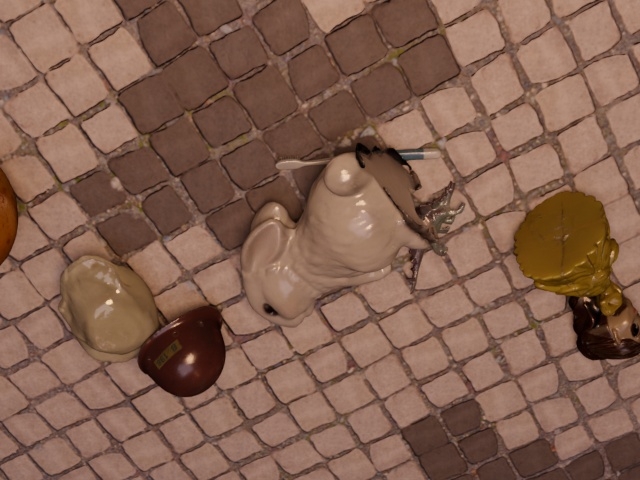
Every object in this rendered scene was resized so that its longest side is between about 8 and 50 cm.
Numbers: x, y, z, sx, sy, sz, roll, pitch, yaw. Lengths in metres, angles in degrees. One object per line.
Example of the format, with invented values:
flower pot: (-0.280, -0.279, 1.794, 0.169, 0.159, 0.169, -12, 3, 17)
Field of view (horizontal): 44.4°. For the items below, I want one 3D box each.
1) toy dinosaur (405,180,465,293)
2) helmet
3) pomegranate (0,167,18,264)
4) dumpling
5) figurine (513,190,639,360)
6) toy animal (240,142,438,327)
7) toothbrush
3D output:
toy dinosaur: (0.183, -0.007, 1.352, 0.082, 0.039, 0.209, 16, 104, -6)
helmet: (-0.221, 0.209, 1.379, 0.175, 0.106, 0.155, -44, 149, -1)
pomegranate: (-0.607, -0.041, 1.212, 0.264, 0.264, 0.264, -1, 116, -1)
dumpling: (-0.366, 0.123, 1.357, 0.162, 0.132, 0.250, -23, 131, 1)
figurine: (0.476, 0.088, 1.349, 0.168, 0.187, 0.315, -36, 120, 10)
toy animal: (0.000, 0.000, 1.279, 0.357, 0.194, 0.258, -33, 126, 24)
toothbrush: (0.063, -0.137, 1.300, 0.275, 0.025, 0.019, -4, 122, -2)
